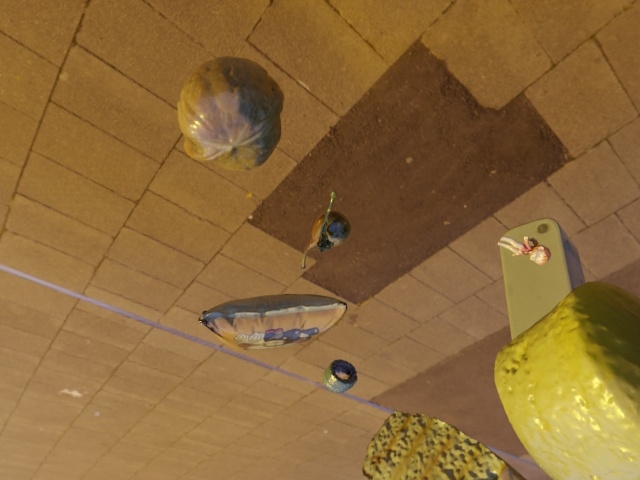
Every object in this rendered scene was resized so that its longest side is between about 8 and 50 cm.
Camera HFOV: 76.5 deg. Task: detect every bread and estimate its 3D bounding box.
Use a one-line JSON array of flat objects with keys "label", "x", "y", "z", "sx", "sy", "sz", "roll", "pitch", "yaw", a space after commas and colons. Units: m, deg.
[{"label": "bread", "x": 0.308, "y": 0.595, "z": 0.960, "sx": 0.264, "sy": 0.239, "sz": 0.395, "roll": 44, "pitch": 162, "yaw": -14}, {"label": "bread", "x": 0.195, "y": 0.100, "z": 0.289, "sx": 0.111, "sy": 0.129, "sz": 0.114, "roll": 35, "pitch": 131, "yaw": 4}]

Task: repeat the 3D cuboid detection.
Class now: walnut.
[{"label": "walnut", "x": -0.205, "y": -0.288, "z": 0.921, "sx": 0.282, "sy": 0.283, "sz": 0.227, "roll": -18, "pitch": 136, "yaw": 14}]

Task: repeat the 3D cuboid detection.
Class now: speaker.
[{"label": "speaker", "x": 0.663, "y": 0.154, "z": 1.173, "sx": 0.184, "sy": 0.407, "sz": 0.183, "roll": 31, "pitch": 143, "yaw": -32}]

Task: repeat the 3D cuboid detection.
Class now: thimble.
[{"label": "thimble", "x": 0.082, "y": 0.579, "z": 1.732, "sx": 0.135, "sy": 0.119, "sz": 0.090, "roll": 7, "pitch": 131, "yaw": -31}]

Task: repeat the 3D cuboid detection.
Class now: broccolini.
[{"label": "broccolini", "x": 0.017, "y": -0.059, "z": 1.251, "sx": 0.054, "sy": 0.052, "sz": 0.195, "roll": 4, "pitch": 97, "yaw": -25}]

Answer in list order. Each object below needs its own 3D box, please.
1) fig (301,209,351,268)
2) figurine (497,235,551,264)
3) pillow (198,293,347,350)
[{"label": "fig", "x": 0.000, "y": 0.000, "z": 1.360, "sx": 0.124, "sy": 0.124, "sz": 0.236, "roll": 35, "pitch": 109, "yaw": -31}, {"label": "figurine", "x": 0.451, "y": 0.016, "z": 0.898, "sx": 0.109, "sy": 0.047, "sz": 0.064, "roll": 22, "pitch": 140, "yaw": 11}, {"label": "pillow", "x": -0.108, "y": 0.190, "z": 0.947, "sx": 0.309, "sy": 0.119, "sz": 0.312, "roll": -6, "pitch": 164, "yaw": -11}]
